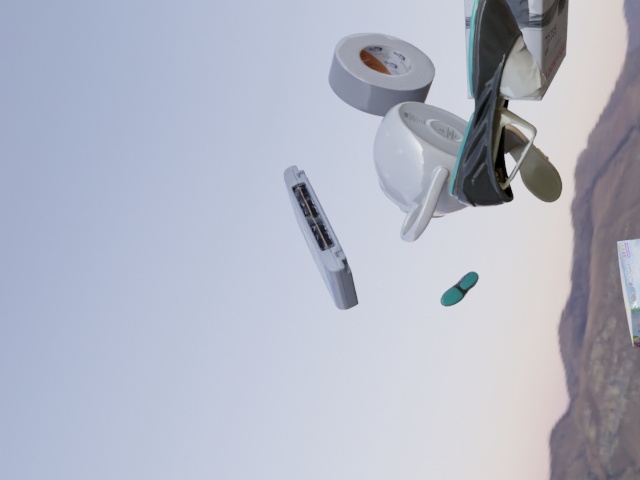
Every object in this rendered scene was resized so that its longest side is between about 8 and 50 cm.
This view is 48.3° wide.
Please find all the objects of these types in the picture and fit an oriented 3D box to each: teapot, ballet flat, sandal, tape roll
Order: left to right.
[{"bbox_3d":[0.130,-0.356,1.524,0.219,0.219,0.072,-55,-13,-45],"label":"tape roll"},{"bbox_3d":[0.197,-0.126,1.338,0.256,0.252,0.187,-7,-46,-42],"label":"teapot"},{"bbox_3d":[0.325,0.118,1.669,0.114,0.041,0.041,-40,-35,-11],"label":"ballet flat"},{"bbox_3d":[0.228,-0.169,0.894,0.095,0.096,0.280,-46,-36,-50],"label":"ballet flat"},{"bbox_3d":[0.497,-0.200,1.680,0.240,0.088,0.079,44,-134,-21],"label":"sandal"}]

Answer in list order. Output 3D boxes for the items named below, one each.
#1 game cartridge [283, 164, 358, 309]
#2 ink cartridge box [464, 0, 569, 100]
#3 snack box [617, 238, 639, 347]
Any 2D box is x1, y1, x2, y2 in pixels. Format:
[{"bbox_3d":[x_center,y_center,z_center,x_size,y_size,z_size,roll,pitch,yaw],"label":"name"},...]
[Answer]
[{"bbox_3d":[0.000,0.000,1.543,0.196,0.060,0.294,68,177,-55],"label":"game cartridge"},{"bbox_3d":[0.323,-0.409,1.158,0.223,0.129,0.307,-50,-40,-47],"label":"ink cartridge box"},{"bbox_3d":[0.722,0.120,1.613,0.207,0.070,0.174,57,-149,-50],"label":"snack box"}]
